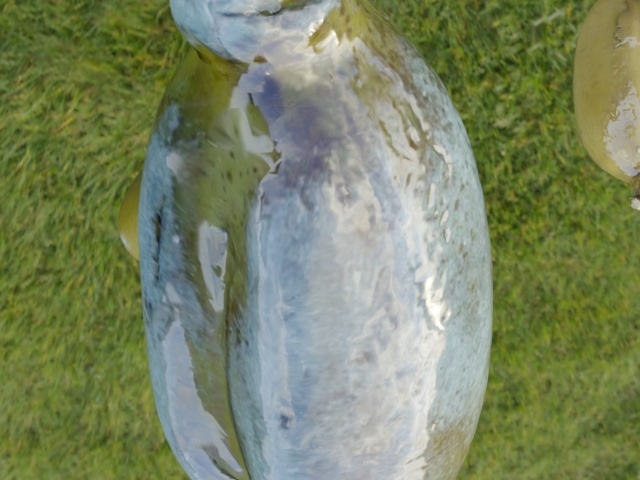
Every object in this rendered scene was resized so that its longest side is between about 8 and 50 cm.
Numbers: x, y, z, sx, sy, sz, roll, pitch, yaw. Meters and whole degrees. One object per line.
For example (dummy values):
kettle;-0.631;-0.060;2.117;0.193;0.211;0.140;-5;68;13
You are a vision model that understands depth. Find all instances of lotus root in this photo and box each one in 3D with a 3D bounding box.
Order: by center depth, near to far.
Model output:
lotus root;0.000;0.000;0.443;0.140;0.158;0.322;-28;132;-34
lotus root;0.385;-0.178;1.265;0.146;0.303;0.131;1;163;-13

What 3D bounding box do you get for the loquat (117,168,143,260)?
loquat;-0.143;-0.032;1.137;0.195;0.152;0.152;-31;121;31
